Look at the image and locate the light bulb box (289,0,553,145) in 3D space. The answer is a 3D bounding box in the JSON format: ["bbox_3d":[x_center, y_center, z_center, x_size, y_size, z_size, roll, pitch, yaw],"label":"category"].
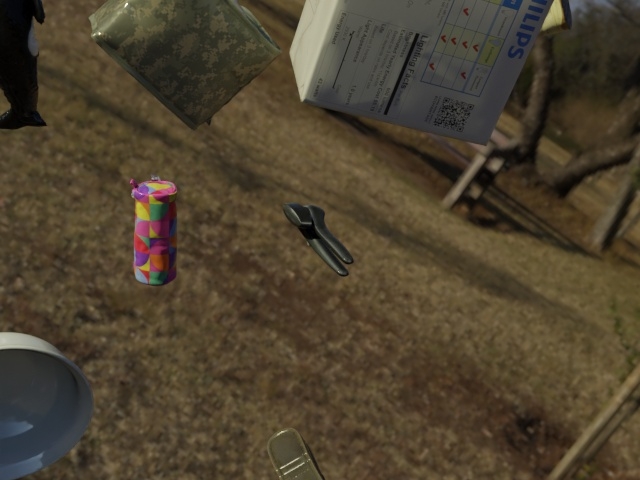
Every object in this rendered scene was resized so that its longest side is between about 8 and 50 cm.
[{"bbox_3d":[0.174,-0.399,1.797,0.361,0.357,0.225,12,32,-16],"label":"light bulb box"}]

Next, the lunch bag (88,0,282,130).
[{"bbox_3d":[-0.245,-0.374,1.903,0.287,0.235,0.169,45,9,-28],"label":"lunch bag"}]

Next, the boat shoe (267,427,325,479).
[{"bbox_3d":[-0.024,0.523,2.083,0.307,0.111,0.104,-105,169,-50],"label":"boat shoe"}]

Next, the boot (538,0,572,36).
[{"bbox_3d":[0.403,-0.540,2.152,0.095,0.204,0.261,-9,85,-61],"label":"boot"}]

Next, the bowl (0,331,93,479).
[{"bbox_3d":[-0.548,0.261,1.744,0.298,0.298,0.134,27,17,-37],"label":"bowl"}]

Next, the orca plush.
[{"bbox_3d":[-0.483,-0.288,1.477,0.151,0.287,0.102,27,37,25],"label":"orca plush"}]

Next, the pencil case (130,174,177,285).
[{"bbox_3d":[-0.360,-0.020,2.219,0.105,0.236,0.104,2,25,-1],"label":"pencil case"}]

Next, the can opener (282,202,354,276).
[{"bbox_3d":[0.000,0.000,1.740,0.073,0.059,0.186,-10,43,-32],"label":"can opener"}]
